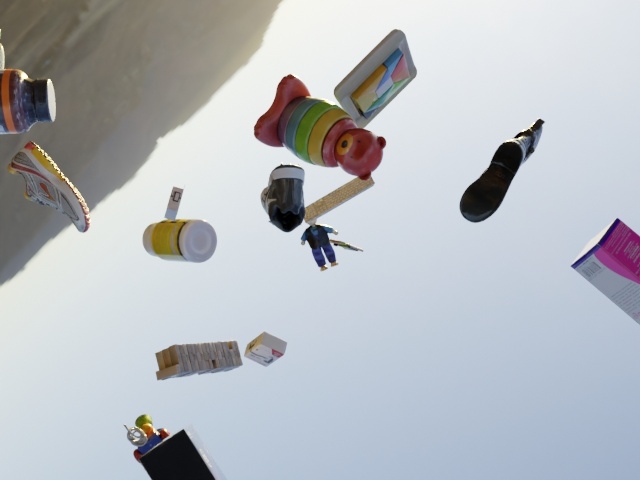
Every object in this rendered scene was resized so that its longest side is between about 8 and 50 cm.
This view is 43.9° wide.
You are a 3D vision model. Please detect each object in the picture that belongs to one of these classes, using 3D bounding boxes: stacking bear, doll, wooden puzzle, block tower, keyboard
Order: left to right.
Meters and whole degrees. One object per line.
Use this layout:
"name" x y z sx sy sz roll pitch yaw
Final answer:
"block tower" -0.382 0.378 2.534 0.091 0.097 0.335 -23 166 29
"doll" 0.000 0.000 2.598 0.129 0.189 0.046 -22 -169 4
"stacking bear" 0.019 -0.238 1.825 0.289 0.164 0.175 31 -88 33
"keyboard" 0.054 -0.139 2.544 0.256 0.014 0.072 -30 -132 6
"wooden puzzle" 0.065 0.015 2.044 0.078 0.116 0.014 13 -94 43
"wooden puzzle" 0.144 -0.383 1.940 0.221 0.044 0.238 -44 160 3

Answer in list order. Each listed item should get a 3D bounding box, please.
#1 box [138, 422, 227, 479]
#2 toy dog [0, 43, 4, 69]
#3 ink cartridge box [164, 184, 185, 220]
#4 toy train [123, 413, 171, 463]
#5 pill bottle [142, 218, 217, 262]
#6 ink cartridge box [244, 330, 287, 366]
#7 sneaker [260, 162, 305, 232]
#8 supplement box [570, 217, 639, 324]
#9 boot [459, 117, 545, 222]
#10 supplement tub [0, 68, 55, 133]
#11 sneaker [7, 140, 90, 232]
"box" -0.245 0.455 1.514 0.103 0.184 0.261 -35 175 -11
"toy dog" -0.964 -0.433 1.878 0.284 0.396 0.408 -10 160 -2
"ink cartridge box" -0.351 -0.096 1.912 0.048 0.028 0.083 125 -21 -56
"toy train" -0.455 0.508 2.090 0.105 0.248 0.143 -37 -144 -6
"pill bottle" -0.389 -0.001 2.170 0.208 0.119 0.119 2 -133 44
"ink cartridge box" -0.195 0.386 2.805 0.135 0.099 0.056 -41 -153 48
"sneaker" -0.073 -0.060 1.527 0.234 0.078 0.106 120 -30 -72
"supplement box" 0.695 0.075 1.774 0.114 0.220 0.111 -42 171 -33
"boot" 0.465 -0.173 1.983 0.229 0.091 0.263 -34 159 -56
"supplement tub" -0.535 -0.223 1.279 0.197 0.106 0.106 -4 -163 -9
"sneaker" -0.585 -0.103 1.725 0.092 0.225 0.088 -41 -179 -8
